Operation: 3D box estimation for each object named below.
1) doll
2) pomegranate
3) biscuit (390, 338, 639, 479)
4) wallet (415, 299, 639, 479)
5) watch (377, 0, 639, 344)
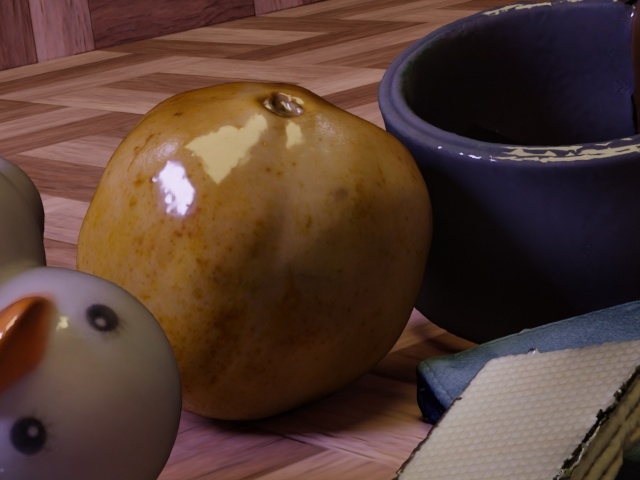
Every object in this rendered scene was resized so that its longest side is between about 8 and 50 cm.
[{"bbox_3d":[-0.169,0.068,0.957,0.221,0.221,0.251,-10,-17,-12],"label":"doll"},{"bbox_3d":[-0.047,0.002,1.228,0.233,0.233,0.233,-6,14,2],"label":"pomegranate"},{"bbox_3d":[0.086,0.120,0.938,0.121,0.040,0.199,-8,27,43],"label":"biscuit"},{"bbox_3d":[0.182,0.113,1.035,0.190,0.046,0.379,-11,16,-8],"label":"wallet"},{"bbox_3d":[0.219,-0.060,1.334,0.327,0.314,0.335,-31,36,-33],"label":"watch"}]
